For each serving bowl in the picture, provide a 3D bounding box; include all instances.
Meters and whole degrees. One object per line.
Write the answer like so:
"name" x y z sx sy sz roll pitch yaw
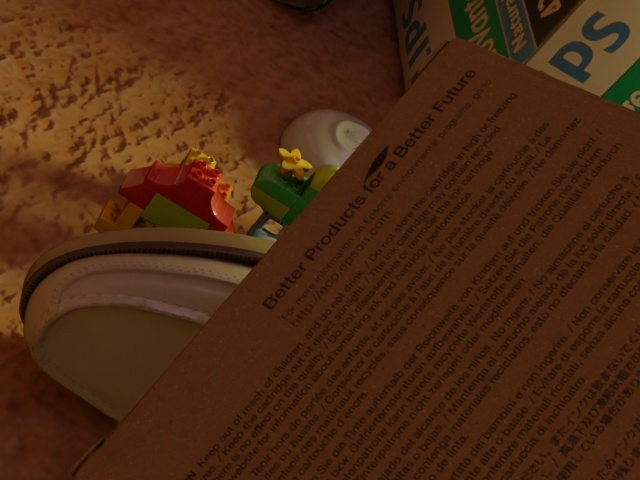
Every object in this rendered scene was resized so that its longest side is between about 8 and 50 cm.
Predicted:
"serving bowl" 0.017 -0.052 0.849 0.083 0.027 0.083 23 40 -21

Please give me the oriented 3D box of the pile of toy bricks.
"pile of toy bricks" 0.000 0.000 0.719 0.212 0.105 0.118 31 38 -13

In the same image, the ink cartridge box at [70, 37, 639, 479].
"ink cartridge box" 0.058 0.061 0.497 0.193 0.234 0.088 31 -14 39

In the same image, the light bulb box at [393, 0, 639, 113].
"light bulb box" 0.260 -0.167 1.009 0.361 0.225 0.358 22 41 -25

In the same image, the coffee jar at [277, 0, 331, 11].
"coffee jar" 0.014 -0.243 0.979 0.079 0.096 0.184 34 38 -4

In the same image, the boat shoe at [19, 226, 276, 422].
"boat shoe" 0.004 0.090 0.628 0.302 0.113 0.103 22 42 -18
